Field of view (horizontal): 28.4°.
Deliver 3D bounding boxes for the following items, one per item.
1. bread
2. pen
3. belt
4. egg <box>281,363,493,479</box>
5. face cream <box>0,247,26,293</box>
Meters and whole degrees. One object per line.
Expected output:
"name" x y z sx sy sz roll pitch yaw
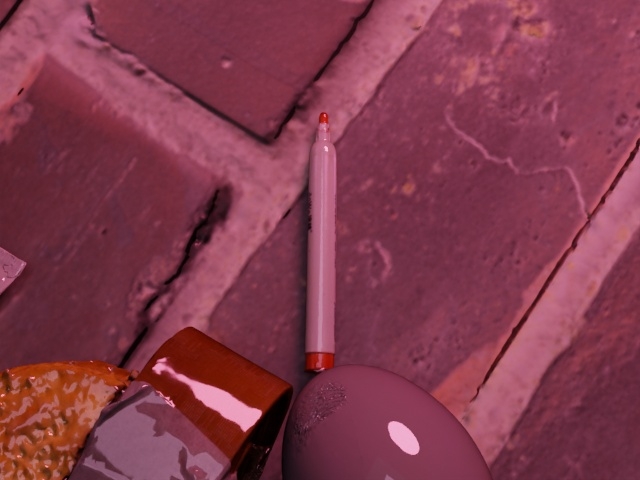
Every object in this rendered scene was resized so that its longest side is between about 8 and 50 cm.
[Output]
"bread" -0.228 0.177 0.921 0.139 0.143 0.229 28 76 5
"pen" 0.000 0.000 1.021 0.026 0.026 0.218 1 77 0
"belt" -0.116 0.194 0.885 0.105 0.184 0.261 28 111 8
"egg" 0.049 0.182 0.917 0.146 0.146 0.199 -24 69 -5
"face cream" -0.339 0.093 0.989 0.092 0.058 0.244 30 73 13
